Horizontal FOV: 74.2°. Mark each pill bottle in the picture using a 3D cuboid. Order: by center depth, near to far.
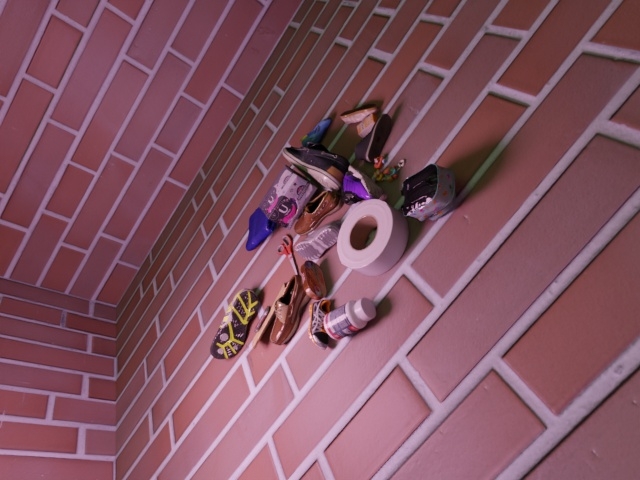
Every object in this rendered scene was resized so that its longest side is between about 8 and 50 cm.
[{"bbox_3d":[0.108,0.280,1.535,0.180,0.107,0.108,-36,44,33],"label":"pill bottle"}]

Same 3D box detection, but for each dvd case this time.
[{"bbox_3d":[-0.277,0.373,2.006,0.120,0.013,0.087,-62,6,4],"label":"dvd case"}]

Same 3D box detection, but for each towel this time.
[{"bbox_3d":[-0.309,-0.089,2.269,0.308,0.076,0.228,-36,45,54],"label":"towel"}]

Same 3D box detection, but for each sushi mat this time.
[{"bbox_3d":[-0.233,0.343,1.949,0.317,0.019,0.151,-61,9,4],"label":"sushi mat"}]

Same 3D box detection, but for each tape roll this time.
[{"bbox_3d":[0.193,-0.011,1.614,0.286,0.100,0.287,-28,49,38],"label":"tape roll"}]

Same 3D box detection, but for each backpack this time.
[{"bbox_3d":[0.374,-0.163,1.431,0.188,0.144,0.166,132,150,-59],"label":"backpack"}]

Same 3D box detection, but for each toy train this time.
[{"bbox_3d":[0.264,-0.303,1.748,0.166,0.046,0.125,20,85,54],"label":"toy train"}]

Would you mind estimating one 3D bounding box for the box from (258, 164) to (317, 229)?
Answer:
[{"bbox_3d":[-0.160,-0.207,2.033,0.247,0.142,0.163,-56,37,10],"label":"box"}]

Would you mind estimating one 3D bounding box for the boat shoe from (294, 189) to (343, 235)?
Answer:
[{"bbox_3d":[-0.034,-0.136,1.968,0.307,0.104,0.111,-39,43,31],"label":"boat shoe"}]

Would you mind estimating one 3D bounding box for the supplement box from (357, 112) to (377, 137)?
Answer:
[{"bbox_3d":[0.217,-0.529,1.952,0.098,0.036,0.062,-35,44,34],"label":"supplement box"}]

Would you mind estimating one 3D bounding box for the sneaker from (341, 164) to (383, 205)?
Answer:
[{"bbox_3d":[0.158,-0.200,1.775,0.146,0.102,0.293,-56,26,17],"label":"sneaker"}]

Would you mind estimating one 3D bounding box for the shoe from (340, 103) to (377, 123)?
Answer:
[{"bbox_3d":[0.189,-0.602,2.025,0.219,0.058,0.076,2,39,47],"label":"shoe"}]

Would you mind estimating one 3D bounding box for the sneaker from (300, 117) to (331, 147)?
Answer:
[{"bbox_3d":[-0.010,-0.559,2.244,0.209,0.069,0.082,-38,75,18],"label":"sneaker"}]

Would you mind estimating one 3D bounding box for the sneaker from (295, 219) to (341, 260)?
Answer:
[{"bbox_3d":[0.000,0.000,1.879,0.281,0.105,0.115,-29,19,41],"label":"sneaker"}]

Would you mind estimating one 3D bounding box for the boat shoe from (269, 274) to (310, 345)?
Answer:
[{"bbox_3d":[-0.146,0.290,1.836,0.122,0.119,0.324,24,88,54],"label":"boat shoe"}]

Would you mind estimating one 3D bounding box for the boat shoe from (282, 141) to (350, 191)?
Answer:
[{"bbox_3d":[-0.024,-0.381,2.050,0.156,0.186,0.500,-54,38,-1],"label":"boat shoe"}]

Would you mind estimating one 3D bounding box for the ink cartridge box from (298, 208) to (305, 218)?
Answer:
[{"bbox_3d":[-0.134,-0.160,2.145,0.180,0.060,0.104,10,78,53],"label":"ink cartridge box"}]

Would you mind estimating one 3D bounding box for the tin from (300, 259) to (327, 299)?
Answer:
[{"bbox_3d":[-0.029,0.167,1.779,0.040,0.106,0.190,-48,37,33],"label":"tin"}]

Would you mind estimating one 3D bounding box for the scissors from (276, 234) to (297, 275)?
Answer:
[{"bbox_3d":[-0.142,0.068,2.050,0.109,0.021,0.297,-56,35,8],"label":"scissors"}]

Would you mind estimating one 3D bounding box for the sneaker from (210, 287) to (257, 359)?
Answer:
[{"bbox_3d":[-0.426,0.419,2.125,0.385,0.145,0.147,-60,15,2],"label":"sneaker"}]

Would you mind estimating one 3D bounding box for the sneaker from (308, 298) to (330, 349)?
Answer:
[{"bbox_3d":[0.005,0.323,1.662,0.083,0.084,0.215,-34,44,28],"label":"sneaker"}]

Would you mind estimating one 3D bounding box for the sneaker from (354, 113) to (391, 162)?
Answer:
[{"bbox_3d":[0.222,-0.454,1.860,0.118,0.083,0.222,22,88,55],"label":"sneaker"}]
